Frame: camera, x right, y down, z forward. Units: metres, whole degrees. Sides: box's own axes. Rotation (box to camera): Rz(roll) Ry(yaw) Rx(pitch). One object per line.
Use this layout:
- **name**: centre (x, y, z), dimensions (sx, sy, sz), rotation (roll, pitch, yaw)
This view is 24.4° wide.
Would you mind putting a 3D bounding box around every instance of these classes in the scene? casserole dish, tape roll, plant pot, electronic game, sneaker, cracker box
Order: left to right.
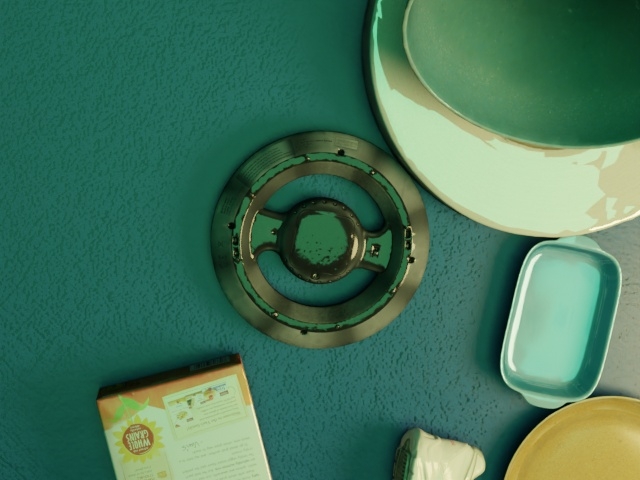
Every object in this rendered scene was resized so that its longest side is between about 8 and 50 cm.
- **cracker box**: centre (-0.130, 0.251, 1.548), dimensions (0.155, 0.067, 0.232), rotation (-14, 96, -4)
- **electronic game**: centre (0.000, 0.000, 1.543), dimensions (0.229, 0.048, 0.229), rotation (-1, 98, -5)
- **sneaker**: centre (0.127, 0.321, 1.574), dimensions (0.115, 0.090, 0.232), rotation (9, 96, -10)
- **tape roll**: centre (0.237, -0.196, 1.536), dimensions (0.392, 0.072, 0.392), rotation (-1, 97, -7)
- **casserole dish**: centre (0.254, 0.085, 1.586), dimensions (0.114, 0.037, 0.188), rotation (11, 94, -7)
- **plant pot**: centre (0.235, -0.249, 1.381), dimensions (0.290, 0.290, 0.195), rotation (19, 57, -8)
- **plant pot**: centre (0.309, 0.283, 1.616), dimensions (0.236, 0.032, 0.236), rotation (-1, 96, -7)
